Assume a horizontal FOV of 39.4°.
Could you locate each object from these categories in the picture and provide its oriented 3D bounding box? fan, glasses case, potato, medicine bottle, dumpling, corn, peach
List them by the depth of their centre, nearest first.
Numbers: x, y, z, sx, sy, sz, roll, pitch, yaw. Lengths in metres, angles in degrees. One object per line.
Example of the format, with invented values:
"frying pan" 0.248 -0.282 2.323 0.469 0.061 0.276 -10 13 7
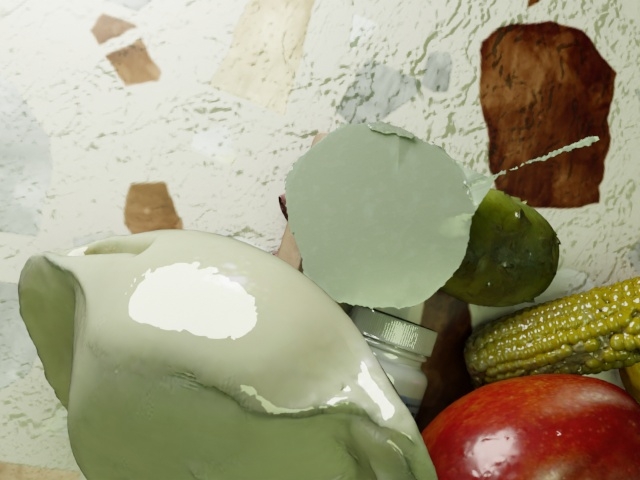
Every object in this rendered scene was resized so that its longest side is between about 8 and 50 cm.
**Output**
"dumpling" -0.079 0.152 0.763 0.233 0.395 0.316 -52 147 -43
"peach" 0.188 0.245 0.812 0.245 0.248 0.275 13 112 -42
"fan" 0.120 -0.046 0.833 0.310 0.010 0.182 -18 85 -7
"medicine bottle" 0.043 0.163 0.874 0.102 0.103 0.187 21 88 -14
"glasses case" 0.000 0.000 0.884 0.102 0.070 0.193 21 85 -43
"potato" 0.142 0.003 0.889 0.225 0.090 0.117 10 86 -24
"corn" 0.300 0.086 0.893 0.319 0.097 0.097 -15 97 12

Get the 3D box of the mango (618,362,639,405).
"mango" 0.408 0.097 0.964 0.141 0.102 0.217 35 80 15
